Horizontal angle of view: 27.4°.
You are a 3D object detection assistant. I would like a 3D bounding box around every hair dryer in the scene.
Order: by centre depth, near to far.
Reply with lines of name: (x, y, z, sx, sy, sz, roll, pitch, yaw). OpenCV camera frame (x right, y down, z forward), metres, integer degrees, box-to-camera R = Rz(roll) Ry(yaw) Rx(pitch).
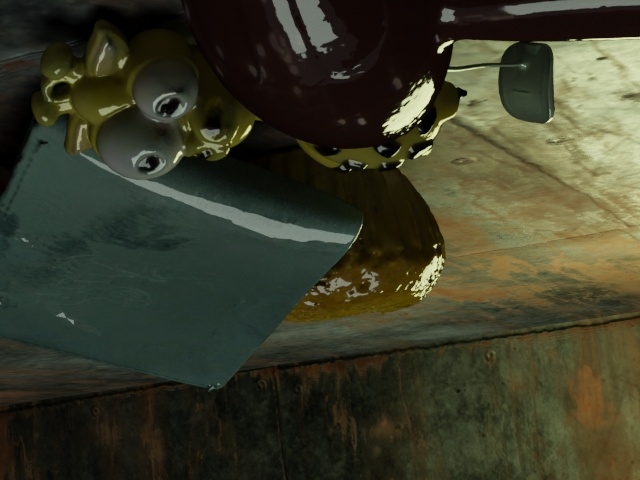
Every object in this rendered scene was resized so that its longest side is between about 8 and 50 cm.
hair dryer: (0.096, -0.132, 0.556, 0.341, 0.123, 0.312, -1, 162, 11)

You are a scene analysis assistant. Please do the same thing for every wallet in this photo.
wallet: (-0.137, 0.015, 1.019, 0.251, 0.054, 0.290, 19, 141, -19)

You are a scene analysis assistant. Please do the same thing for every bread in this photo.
bread: (0.000, 0.004, 1.202, 0.240, 0.139, 0.240, -5, 169, -1)

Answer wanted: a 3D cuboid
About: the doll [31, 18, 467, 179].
doll: (-0.039, -0.089, 0.851, 0.291, 0.086, 0.117, 1, 134, -28)

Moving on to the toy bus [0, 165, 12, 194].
toy bus: (-0.262, -0.024, 1.082, 0.079, 0.077, 0.174, -14, 167, 35)

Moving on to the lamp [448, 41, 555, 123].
lamp: (0.084, -0.097, 0.841, 0.050, 0.056, 0.198, 17, -161, 41)
